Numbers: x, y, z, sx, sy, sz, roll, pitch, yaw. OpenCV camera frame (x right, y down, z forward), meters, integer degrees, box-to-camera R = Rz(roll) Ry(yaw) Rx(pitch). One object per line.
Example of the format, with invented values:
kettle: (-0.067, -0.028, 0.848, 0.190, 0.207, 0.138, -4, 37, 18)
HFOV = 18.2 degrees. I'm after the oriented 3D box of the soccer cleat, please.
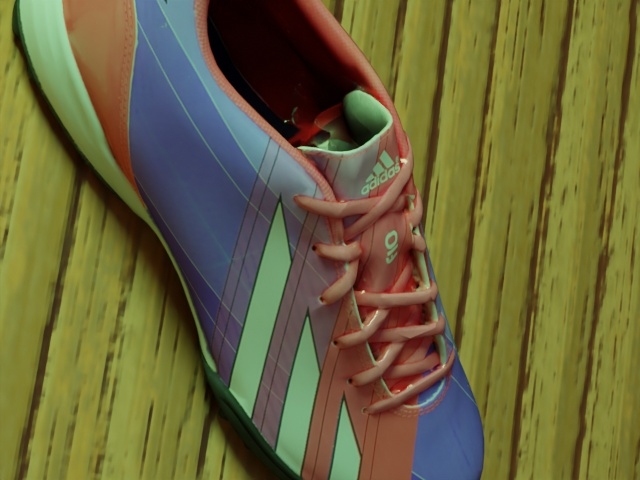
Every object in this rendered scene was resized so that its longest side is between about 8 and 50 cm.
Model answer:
soccer cleat: (0.000, 0.000, 0.813, 0.108, 0.116, 0.318, -51, 121, -38)
